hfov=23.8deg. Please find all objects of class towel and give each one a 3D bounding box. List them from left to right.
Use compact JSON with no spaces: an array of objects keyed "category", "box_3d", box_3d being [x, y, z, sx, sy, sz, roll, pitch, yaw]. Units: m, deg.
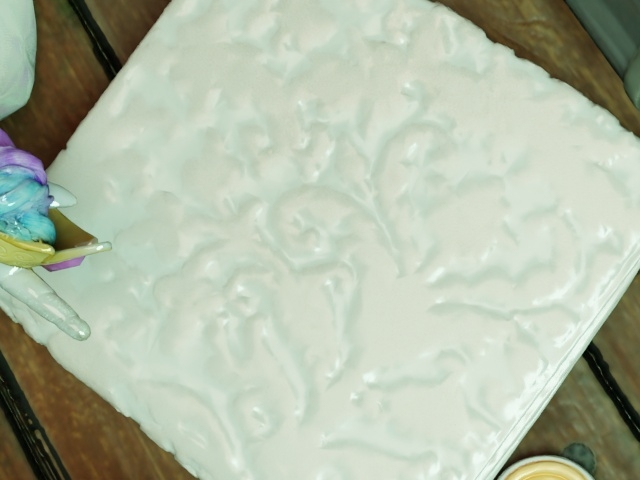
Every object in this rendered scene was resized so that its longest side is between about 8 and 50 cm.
[{"category":"towel","box_3d":[0.000,0.000,0.903,0.332,0.053,0.317,38,93,16]}]

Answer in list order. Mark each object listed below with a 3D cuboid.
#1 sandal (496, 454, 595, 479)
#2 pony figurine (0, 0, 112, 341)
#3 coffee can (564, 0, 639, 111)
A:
[{"category":"sandal","box_3d":[0.131,0.251,0.824,0.102,0.076,0.265,-13,81,14]},{"category":"pony figurine","box_3d":[-0.301,-0.056,0.901,0.363,0.303,0.351,-25,81,29]},{"category":"coffee can","box_3d":[0.175,-0.236,0.807,0.201,0.201,0.275,-35,75,9]}]
